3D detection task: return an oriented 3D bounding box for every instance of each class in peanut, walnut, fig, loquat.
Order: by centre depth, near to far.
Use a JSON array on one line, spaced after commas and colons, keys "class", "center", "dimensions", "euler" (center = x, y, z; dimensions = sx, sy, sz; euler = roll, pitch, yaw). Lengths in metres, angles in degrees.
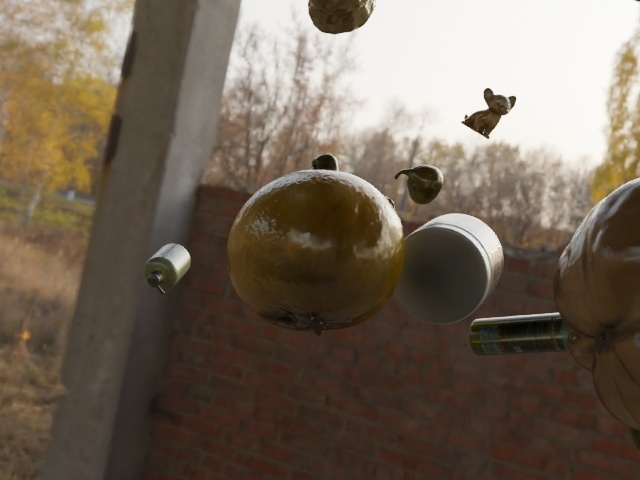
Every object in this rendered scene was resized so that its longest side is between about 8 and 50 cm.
[{"class": "walnut", "center": [0.443, 0.063, 1.020], "dimensions": [0.344, 0.306, 0.306], "euler": [-14, 15, -30]}, {"class": "peanut", "center": [0.033, -0.440, 1.627], "dimensions": [0.120, 0.136, 0.298], "euler": [31, 5, 3]}, {"class": "loquat", "center": [0.000, 0.000, 1.675], "dimensions": [0.329, 0.359, 0.328], "euler": [5, -27, 3]}, {"class": "fig", "center": [0.221, -0.132, 2.002], "dimensions": [0.098, 0.082, 0.084], "euler": [38, -42, -8]}]

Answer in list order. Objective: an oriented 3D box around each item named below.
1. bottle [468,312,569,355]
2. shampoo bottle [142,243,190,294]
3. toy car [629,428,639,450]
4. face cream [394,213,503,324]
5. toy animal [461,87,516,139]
[{"class": "bottle", "center": [0.459, 0.197, 1.928], "dimensions": [0.286, 0.082, 0.082], "euler": [-8, -11, 37]}, {"class": "shampoo bottle", "center": [-0.339, 0.064, 1.975], "dimensions": [0.079, 0.079, 0.162], "euler": [12, 17, 5]}, {"class": "toy car", "center": [0.698, 0.341, 1.756], "dimensions": [0.204, 0.198, 0.248], "euler": [22, -19, -39]}, {"class": "face cream", "center": [0.262, 0.054, 1.864], "dimensions": [0.201, 0.201, 0.187], "euler": [13, 14, 18]}, {"class": "toy animal", "center": [0.274, -0.211, 1.482], "dimensions": [0.060, 0.083, 0.081], "euler": [26, 15, -22]}]
